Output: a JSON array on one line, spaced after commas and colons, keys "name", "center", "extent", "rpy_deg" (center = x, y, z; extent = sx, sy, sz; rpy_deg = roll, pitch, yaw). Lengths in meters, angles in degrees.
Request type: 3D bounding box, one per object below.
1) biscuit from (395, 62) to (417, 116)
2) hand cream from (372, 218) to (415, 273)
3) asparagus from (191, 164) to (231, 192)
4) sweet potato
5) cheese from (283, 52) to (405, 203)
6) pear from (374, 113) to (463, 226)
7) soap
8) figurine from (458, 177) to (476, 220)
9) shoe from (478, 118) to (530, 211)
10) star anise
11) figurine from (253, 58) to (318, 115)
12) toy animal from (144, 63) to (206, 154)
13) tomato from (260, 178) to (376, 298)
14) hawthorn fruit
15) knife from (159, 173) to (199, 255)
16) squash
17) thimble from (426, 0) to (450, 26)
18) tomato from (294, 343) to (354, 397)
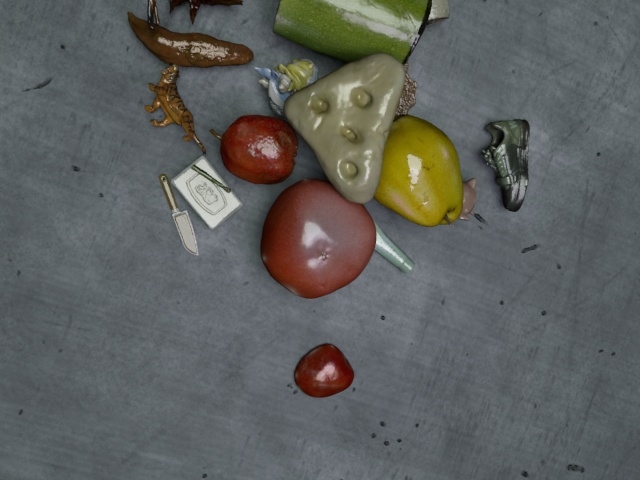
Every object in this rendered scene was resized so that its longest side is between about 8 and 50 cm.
[{"name": "biscuit", "center": [0.208, -0.451, 1.672], "extent": [0.182, 0.034, 0.215], "rpy_deg": [32, 86, -13]}, {"name": "hand cream", "center": [0.205, 0.023, 1.706], "extent": [0.205, 0.050, 0.078], "rpy_deg": [41, 91, -7]}, {"name": "asparagus", "center": [-0.306, -0.173, 1.543], "extent": [0.127, 0.018, 0.015], "rpy_deg": [33, 116, -12]}, {"name": "sweet potato", "center": [-0.365, -0.531, 1.524], "extent": [0.354, 0.095, 0.106], "rpy_deg": [12, 89, -13]}, {"name": "cheese", "center": [0.116, -0.311, 1.445], "extent": [0.328, 0.129, 0.351], "rpy_deg": [-36, 81, 7]}, {"name": "pear", "center": [0.279, -0.199, 1.574], "extent": [0.336, 0.285, 0.285], "rpy_deg": [31, 88, 7]}, {"name": "soap", "center": [-0.327, -0.136, 1.581], "extent": [0.121, 0.064, 0.183], "rpy_deg": [-40, 101, -8]}, {"name": "figurine", "center": [0.422, -0.130, 1.703], "extent": [0.125, 0.125, 0.138], "rpy_deg": [8, 81, -11]}, {"name": "shoe", "center": [0.567, -0.240, 1.727], "extent": [0.149, 0.109, 0.293], "rpy_deg": [4, 91, -7]}, {"name": "star anise", "center": [-0.350, -0.676, 1.477], "extent": [0.237, 0.148, 0.346], "rpy_deg": [38, 67, 2]}, {"name": "figurine", "center": [-0.087, -0.443, 1.558], "extent": [0.208, 0.128, 0.184], "rpy_deg": [25, 90, -51]}, {"name": "toy animal", "center": [-0.398, -0.351, 1.544], "extent": [0.116, 0.114, 0.255], "rpy_deg": [-42, 108, -38]}, {"name": "tomato", "center": [0.000, 0.000, 1.548], "extent": [0.340, 0.273, 0.342], "rpy_deg": [-1, 94, -10]}, {"name": "hawthorn fruit", "center": [-0.190, -0.259, 1.532], "extent": [0.253, 0.205, 0.205], "rpy_deg": [12, 92, -2]}, {"name": "knife", "center": [-0.407, -0.072, 1.592], "extent": [0.046, 0.022, 0.256], "rpy_deg": [-21, 98, -13]}, {"name": "squash", "center": [0.081, -0.630, 1.512], "extent": [0.383, 0.263, 0.263], "rpy_deg": [18, 91, -9]}, {"name": "thimble", "center": [0.324, -0.692, 1.639], "extent": [0.115, 0.102, 0.090], "rpy_deg": [-13, 97, 7]}, {"name": "tomato", "center": [0.014, 0.417, 1.684], "extent": [0.174, 0.082, 0.166], "rpy_deg": [-34, 101, -9]}]
